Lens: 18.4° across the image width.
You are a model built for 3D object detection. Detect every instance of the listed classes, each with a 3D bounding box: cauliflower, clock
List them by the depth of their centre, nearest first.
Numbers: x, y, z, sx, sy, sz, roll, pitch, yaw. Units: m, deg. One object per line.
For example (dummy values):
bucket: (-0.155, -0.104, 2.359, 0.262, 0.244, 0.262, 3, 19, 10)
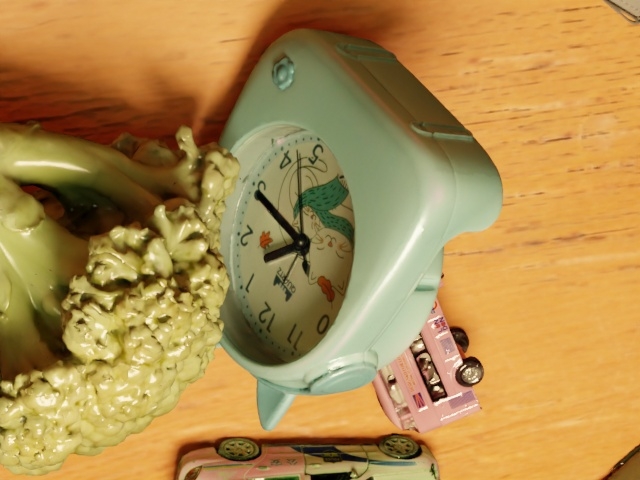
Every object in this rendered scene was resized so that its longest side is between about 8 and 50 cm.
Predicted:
cauliflower: (-0.205, 0.021, 1.407, 0.327, 0.260, 0.281, -39, 89, -19)
clock: (0.000, 0.000, 1.448, 0.094, 0.223, 0.274, 3, 126, -40)

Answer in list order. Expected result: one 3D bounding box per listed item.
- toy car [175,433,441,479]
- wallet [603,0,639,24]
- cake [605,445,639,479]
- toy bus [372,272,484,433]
toy car: (-0.007, 0.217, 1.624, 0.224, 0.076, 0.090, 0, 114, -11)
wallet: (0.259, -0.278, 1.438, 0.170, 0.069, 0.231, 23, 114, -39)
cake: (0.382, 0.221, 1.655, 0.283, 0.172, 0.158, -44, 118, 9)
toy bus: (0.065, 0.062, 1.569, 0.090, 0.063, 0.203, -22, 119, 1)
